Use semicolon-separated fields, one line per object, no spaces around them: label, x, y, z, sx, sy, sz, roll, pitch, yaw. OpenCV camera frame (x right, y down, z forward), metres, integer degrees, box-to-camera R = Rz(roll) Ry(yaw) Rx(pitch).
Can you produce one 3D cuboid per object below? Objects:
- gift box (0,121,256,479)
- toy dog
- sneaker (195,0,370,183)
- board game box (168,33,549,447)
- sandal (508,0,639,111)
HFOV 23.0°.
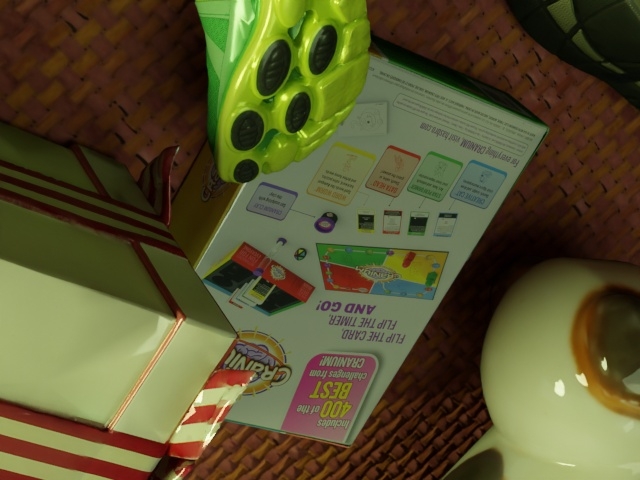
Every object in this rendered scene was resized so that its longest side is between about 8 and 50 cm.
gift box;-0.204;0.053;0.989;0.258;0.255;0.276;23;113;-39
toy dog;0.195;0.211;1.328;0.395;0.284;0.408;17;96;-13
sneaker;-0.036;-0.176;1.014;0.109;0.123;0.295;-14;126;-27
board game box;0.000;0.000;1.207;0.242;0.064;0.316;18;110;-39
sandal;0.249;-0.172;1.230;0.303;0.120;0.086;29;75;-44
